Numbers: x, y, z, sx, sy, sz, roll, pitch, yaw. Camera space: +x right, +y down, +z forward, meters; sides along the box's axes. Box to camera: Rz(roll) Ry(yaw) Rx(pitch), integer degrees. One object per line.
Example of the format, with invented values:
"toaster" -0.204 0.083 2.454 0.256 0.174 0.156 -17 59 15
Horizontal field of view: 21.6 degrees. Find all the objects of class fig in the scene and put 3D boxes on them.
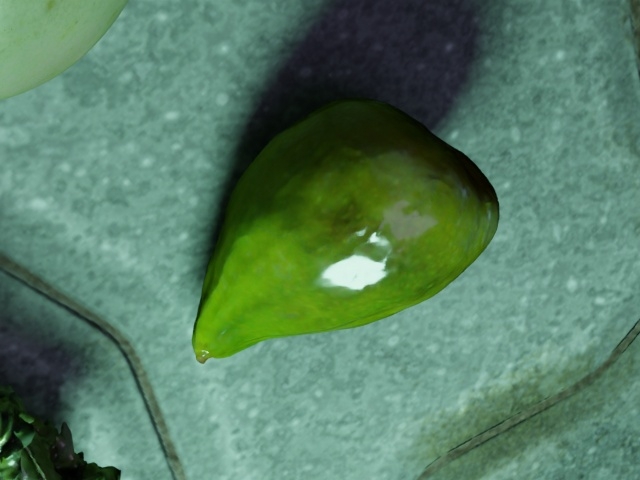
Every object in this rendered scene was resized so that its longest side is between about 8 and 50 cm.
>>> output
"fig" 0.007 -0.015 1.194 0.233 0.167 0.167 -13 129 20

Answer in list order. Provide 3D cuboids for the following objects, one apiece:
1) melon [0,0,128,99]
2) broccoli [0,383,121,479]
"melon" -0.201 -0.234 0.871 0.268 0.268 0.330 0 98 -30
"broccoli" -0.238 0.236 1.108 0.248 0.245 0.288 -40 123 5
